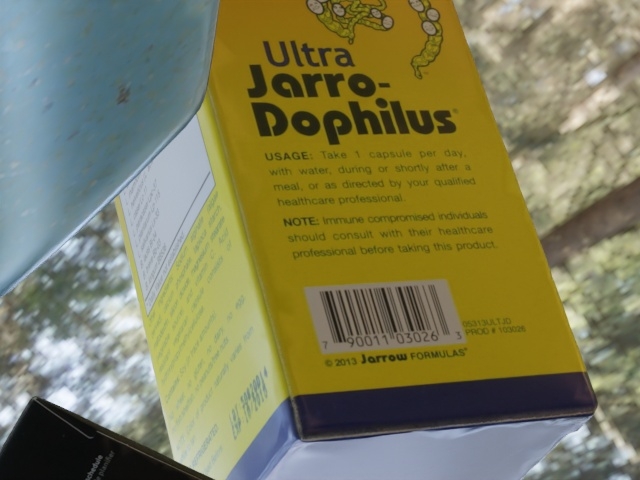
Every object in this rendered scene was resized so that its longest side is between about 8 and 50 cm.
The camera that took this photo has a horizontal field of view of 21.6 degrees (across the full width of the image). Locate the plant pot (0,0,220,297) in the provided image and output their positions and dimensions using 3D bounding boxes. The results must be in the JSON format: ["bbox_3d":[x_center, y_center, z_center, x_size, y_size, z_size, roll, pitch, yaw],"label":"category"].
[{"bbox_3d":[-0.153,-0.099,0.332,0.252,0.247,0.248,-14,-121,-19],"label":"plant pot"}]

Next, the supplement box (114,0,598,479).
[{"bbox_3d":[0.000,0.000,1.066,0.195,0.194,0.356,-2,-120,-25],"label":"supplement box"}]

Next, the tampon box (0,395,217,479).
[{"bbox_3d":[-0.072,0.142,0.576,0.101,0.161,0.120,25,-107,7],"label":"tampon box"}]
